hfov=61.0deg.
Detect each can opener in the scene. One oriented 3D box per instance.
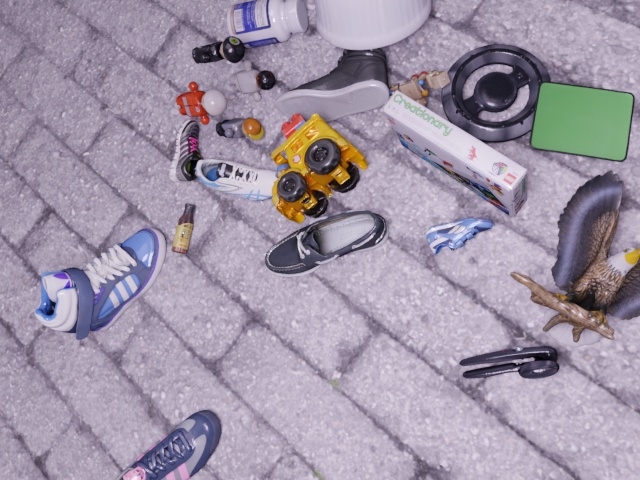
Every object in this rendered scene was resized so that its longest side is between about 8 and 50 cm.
[{"bbox_3d":[0.362,0.235,1.050,0.186,0.073,0.059,-9,82,28],"label":"can opener"}]

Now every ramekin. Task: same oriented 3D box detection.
[{"bbox_3d":[0.111,-0.580,1.242,0.277,0.135,0.277,-7,55,10],"label":"ramekin"}]

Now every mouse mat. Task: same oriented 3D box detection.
[{"bbox_3d":[0.532,-0.244,1.107,0.190,0.007,0.152,11,81,9],"label":"mouse mat"}]

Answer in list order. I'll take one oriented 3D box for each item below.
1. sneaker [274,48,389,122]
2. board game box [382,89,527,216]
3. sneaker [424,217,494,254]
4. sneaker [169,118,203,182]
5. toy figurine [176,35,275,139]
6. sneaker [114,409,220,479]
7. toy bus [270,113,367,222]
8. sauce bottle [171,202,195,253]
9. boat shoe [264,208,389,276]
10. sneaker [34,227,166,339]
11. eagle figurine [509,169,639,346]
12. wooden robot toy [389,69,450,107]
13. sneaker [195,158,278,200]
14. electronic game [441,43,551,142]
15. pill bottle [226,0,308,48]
[{"bbox_3d":[0.033,-0.376,1.299,0.296,0.104,0.147,-4,59,29],"label":"sneaker"},{"bbox_3d":[0.275,-0.172,1.102,0.305,0.193,0.053,39,93,23],"label":"board game box"},{"bbox_3d":[0.292,-0.010,1.136,0.144,0.053,0.059,-16,72,25],"label":"sneaker"},{"bbox_3d":[-0.336,-0.229,1.412,0.075,0.063,0.170,13,87,23],"label":"sneaker"},{"bbox_3d":[-0.218,-0.362,1.317,0.148,0.209,0.213,8,76,38],"label":"toy figurine"},{"bbox_3d":[-0.358,0.507,1.208,0.319,0.131,0.112,-47,67,4],"label":"sneaker"},{"bbox_3d":[-0.039,-0.182,1.248,0.220,0.149,0.211,-41,63,9],"label":"toy bus"},{"bbox_3d":[-0.345,-0.031,1.379,0.042,0.042,0.128,7,82,22],"label":"sauce bottle"},{"bbox_3d":[0.000,0.000,1.217,0.302,0.091,0.114,-22,71,14],"label":"boat shoe"},{"bbox_3d":[-0.541,0.089,1.316,0.130,0.236,0.323,39,93,23],"label":"sneaker"},{"bbox_3d":[0.527,0.046,0.988,0.298,0.225,0.226,-44,108,-26],"label":"eagle figurine"},{"bbox_3d":[0.228,-0.333,1.230,0.173,0.079,0.076,-2,35,49],"label":"wooden robot toy"},{"bbox_3d":[-0.201,-0.153,1.332,0.237,0.086,0.085,10,80,21],"label":"sneaker"},{"bbox_3d":[0.379,-0.320,1.177,0.229,0.048,0.229,-2,77,11],"label":"electronic game"},{"bbox_3d":[-0.133,-0.560,1.387,0.187,0.112,0.112,-3,77,19],"label":"pill bottle"}]
